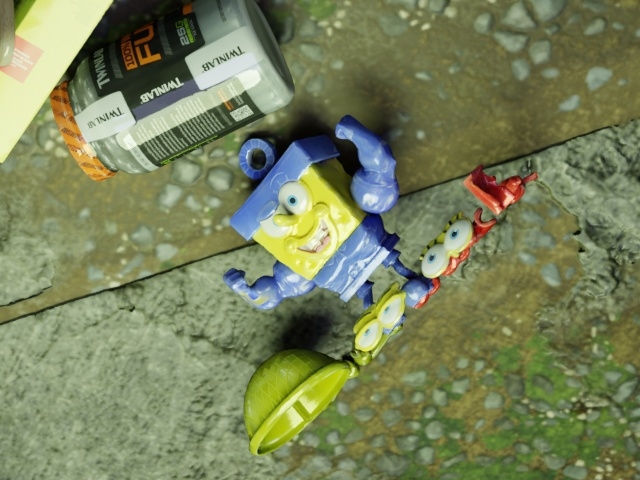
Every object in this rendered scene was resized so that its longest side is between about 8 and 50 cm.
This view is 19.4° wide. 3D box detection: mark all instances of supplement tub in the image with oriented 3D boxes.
[{"bbox_3d":[-0.129,-0.131,1.609,0.190,0.117,0.117,-26,120,8],"label":"supplement tub"}]

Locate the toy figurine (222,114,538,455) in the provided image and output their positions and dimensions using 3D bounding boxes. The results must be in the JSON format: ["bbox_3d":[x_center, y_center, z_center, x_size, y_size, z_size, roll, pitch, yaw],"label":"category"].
[{"bbox_3d":[0.000,0.000,1.722,0.217,0.191,0.362,44,119,5],"label":"toy figurine"}]

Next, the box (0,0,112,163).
[{"bbox_3d":[-0.240,-0.173,1.591,0.058,0.087,0.232,30,115,-21],"label":"box"}]

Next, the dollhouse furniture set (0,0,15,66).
[{"bbox_3d":[-0.366,-0.109,1.457,0.212,0.161,0.242,3,152,-23],"label":"dollhouse furniture set"}]
